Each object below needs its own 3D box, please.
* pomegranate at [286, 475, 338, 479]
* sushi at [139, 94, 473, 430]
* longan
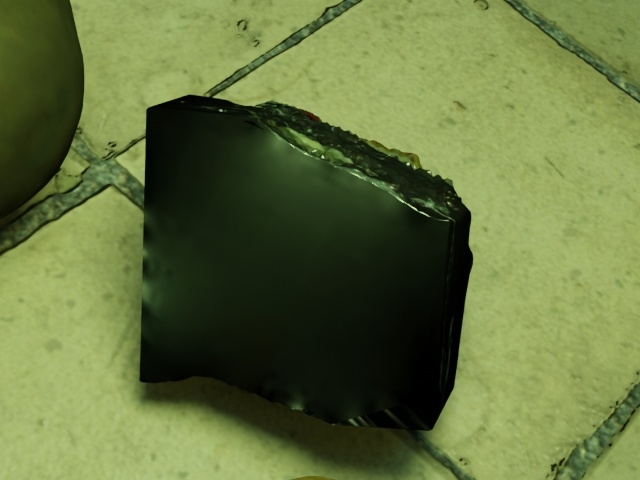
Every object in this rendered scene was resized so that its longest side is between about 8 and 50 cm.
[{"bbox_3d":[-0.022,0.248,0.839,0.196,0.196,0.196,8,52,-10],"label":"pomegranate"},{"bbox_3d":[0.001,0.000,1.015,0.227,0.215,0.212,7,16,14],"label":"sushi"},{"bbox_3d":[-0.307,-0.130,1.006,0.258,0.258,0.258,8,52,-10],"label":"longan"}]
